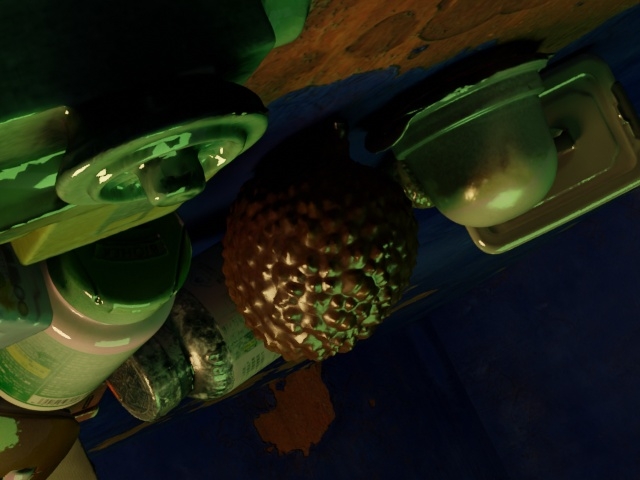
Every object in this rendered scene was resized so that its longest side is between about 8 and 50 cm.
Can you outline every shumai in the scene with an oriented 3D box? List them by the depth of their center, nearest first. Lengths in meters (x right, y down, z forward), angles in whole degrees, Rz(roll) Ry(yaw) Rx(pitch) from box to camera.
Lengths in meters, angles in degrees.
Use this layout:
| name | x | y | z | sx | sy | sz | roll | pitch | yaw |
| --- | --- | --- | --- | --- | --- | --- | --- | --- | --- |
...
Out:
| name | x | y | z | sx | sy | sz | roll | pitch | yaw |
| --- | --- | --- | --- | --- | --- | --- | --- | --- | --- |
| shumai | 0.093 | -0.064 | 1.341 | 0.083 | 0.082 | 0.080 | 19 | 141 | -42 |

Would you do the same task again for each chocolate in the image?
| name | x | y | z | sx | sy | sz | roll | pitch | yaw |
| --- | --- | --- | --- | --- | --- | --- | --- | --- | --- |
| chocolate | 0.161 | -0.088 | 1.162 | 0.221 | 0.147 | 0.221 | -21 | 170 | -4 |

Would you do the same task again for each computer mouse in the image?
| name | x | y | z | sx | sy | sz | roll | pitch | yaw |
| --- | --- | --- | --- | --- | --- | --- | --- | --- | --- |
| computer mouse | -0.374 | 0.193 | 1.080 | 0.310 | 0.071 | 0.158 | 21 | 118 | -41 |

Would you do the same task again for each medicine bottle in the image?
| name | x | y | z | sx | sy | sz | roll | pitch | yaw |
| --- | --- | --- | --- | --- | --- | --- | --- | --- | --- |
| medicine bottle | -0.205 | 0.051 | 0.981 | 0.133 | 0.133 | 0.274 | -20 | 170 | -34 |
| medicine bottle | -0.094 | 0.074 | 1.226 | 0.293 | 0.141 | 0.141 | -34 | 176 | -33 |

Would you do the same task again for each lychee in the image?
| name | x | y | z | sx | sy | sz | roll | pitch | yaw |
| --- | --- | --- | --- | --- | --- | --- | --- | --- | --- |
| lychee | 0.000 | 0.000 | 1.087 | 0.200 | 0.238 | 0.200 | 10 | -168 | -2 |

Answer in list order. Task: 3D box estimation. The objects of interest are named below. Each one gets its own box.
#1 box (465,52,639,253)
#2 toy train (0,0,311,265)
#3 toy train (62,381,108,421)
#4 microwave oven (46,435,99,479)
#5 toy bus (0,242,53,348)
| name | x | y | z | sx | sy | sz | roll | pitch | yaw |
| --- | --- | --- | --- | --- | --- | --- | --- | --- | --- |
| box | 0.248 | -0.097 | 1.316 | 0.227 | 0.162 | 0.130 | -27 | 180 | 5 |
| toy train | -0.198 | -0.039 | 0.489 | 0.397 | 0.160 | 0.253 | -22 | 176 | -25 |
| toy train | -0.378 | 0.176 | 1.223 | 0.304 | 0.150 | 0.221 | -18 | 157 | -33 |
| microwave oven | -0.518 | 0.413 | 1.759 | 0.333 | 0.247 | 0.394 | -21 | 169 | -22 |
| toy bus | -0.369 | 0.087 | 0.862 | 0.330 | 0.109 | 0.136 | -29 | 159 | 14 |
